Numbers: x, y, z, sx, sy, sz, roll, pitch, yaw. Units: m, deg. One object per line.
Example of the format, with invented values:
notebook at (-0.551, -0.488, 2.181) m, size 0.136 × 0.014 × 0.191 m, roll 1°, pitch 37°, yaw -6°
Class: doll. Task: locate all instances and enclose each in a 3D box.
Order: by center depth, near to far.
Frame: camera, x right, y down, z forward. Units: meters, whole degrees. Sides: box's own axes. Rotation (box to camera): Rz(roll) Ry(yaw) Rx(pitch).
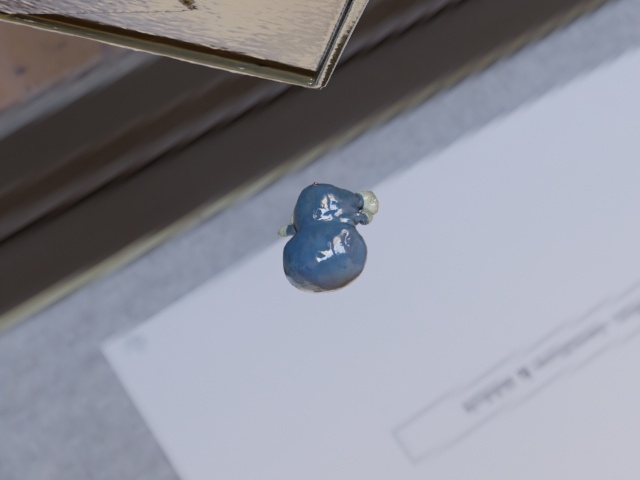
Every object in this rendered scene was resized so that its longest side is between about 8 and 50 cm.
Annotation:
doll at (0.000, 0.000, 1.427) m, size 0.076 × 0.083 × 0.050 m, roll -12°, pitch 150°, yaw 24°

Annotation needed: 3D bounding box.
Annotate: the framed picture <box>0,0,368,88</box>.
framed picture at (-0.112, -0.149, 1.176) m, size 0.265 × 0.018 × 0.192 m, roll 12°, pitch 166°, yaw -6°
